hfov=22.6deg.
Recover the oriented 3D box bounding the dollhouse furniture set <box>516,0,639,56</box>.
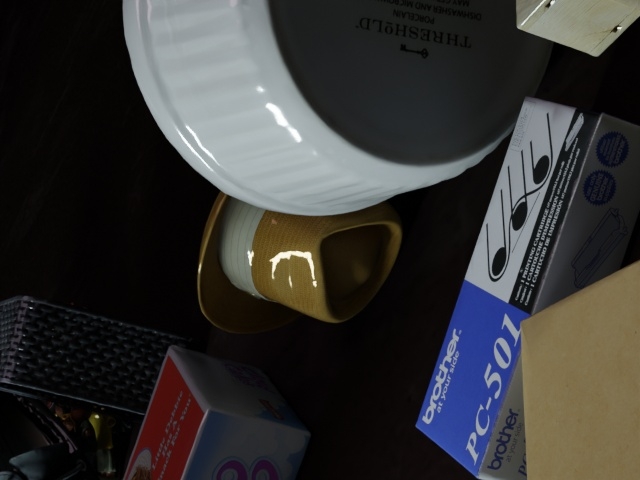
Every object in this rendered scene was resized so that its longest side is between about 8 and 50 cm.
[{"bbox_3d":[0.176,-0.173,0.736,0.101,0.161,0.181,133,145,-51],"label":"dollhouse furniture set"}]

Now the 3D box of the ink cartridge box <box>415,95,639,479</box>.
[{"bbox_3d":[0.120,0.027,0.898,0.097,0.046,0.207,-149,76,-70],"label":"ink cartridge box"}]

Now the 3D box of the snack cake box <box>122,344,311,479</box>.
[{"bbox_3d":[-0.108,0.235,1.272,0.152,0.089,0.264,-136,64,-69],"label":"snack cake box"}]

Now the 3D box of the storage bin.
[{"bbox_3d":[-0.217,0.115,1.510,0.122,0.180,0.084,-15,60,66],"label":"storage bin"}]

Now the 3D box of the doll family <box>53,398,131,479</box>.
[{"bbox_3d":[-0.245,0.196,1.671,0.193,0.076,0.111,-9,86,63],"label":"doll family"}]

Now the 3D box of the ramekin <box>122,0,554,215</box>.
[{"bbox_3d":[0.026,-0.150,0.985,0.127,0.273,0.272,3,77,58],"label":"ramekin"}]

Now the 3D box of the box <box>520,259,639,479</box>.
[{"bbox_3d":[0.154,0.104,0.743,0.164,0.021,0.201,-34,48,50],"label":"box"}]

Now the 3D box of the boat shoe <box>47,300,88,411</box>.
[{"bbox_3d":[-0.316,0.142,1.943,0.049,0.043,0.137,-17,61,64],"label":"boat shoe"}]

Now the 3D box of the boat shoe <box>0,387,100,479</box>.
[{"bbox_3d":[-0.276,0.227,1.531,0.340,0.127,0.113,50,141,43],"label":"boat shoe"}]

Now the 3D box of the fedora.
[{"bbox_3d":[0.000,0.000,1.112,0.079,0.194,0.194,32,108,31],"label":"fedora"}]
